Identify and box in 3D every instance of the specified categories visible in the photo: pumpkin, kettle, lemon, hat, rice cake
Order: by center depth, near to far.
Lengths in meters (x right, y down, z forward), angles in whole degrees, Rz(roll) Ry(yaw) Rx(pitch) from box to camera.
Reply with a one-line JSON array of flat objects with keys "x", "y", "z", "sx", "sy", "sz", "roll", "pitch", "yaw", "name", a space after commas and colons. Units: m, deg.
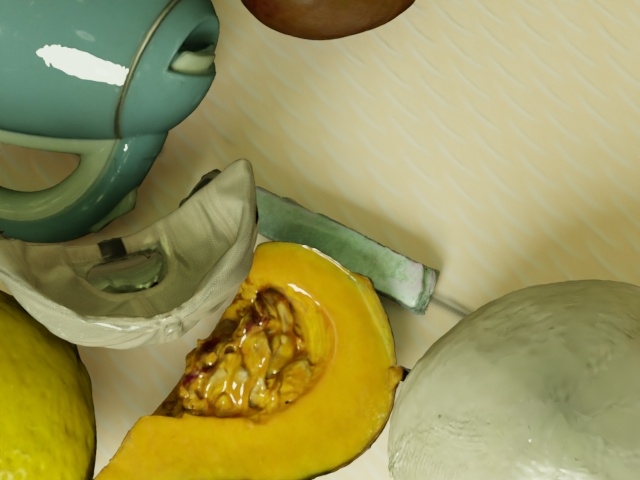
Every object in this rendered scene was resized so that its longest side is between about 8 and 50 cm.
[{"x": -0.309, "y": 0.159, "z": 1.314, "sx": 0.293, "sy": 0.293, "sz": 0.293, "roll": -3, "pitch": 71, "yaw": 10, "name": "lemon"}, {"x": -0.152, "y": 0.029, "z": 1.353, "sx": 0.219, "sy": 0.226, "sz": 0.164, "roll": -17, "pitch": 74, "yaw": -13, "name": "hat"}, {"x": -0.049, "y": 0.149, "z": 1.362, "sx": 0.163, "sy": 0.111, "sz": 0.278, "roll": 34, "pitch": 68, "yaw": 5, "name": "pumpkin"}, {"x": 0.000, "y": 0.000, "z": 1.433, "sx": 0.210, "sy": 0.034, "sz": 0.043, "roll": 26, "pitch": 86, "yaw": 18, "name": "rice cake"}, {"x": -0.256, "y": -0.168, "z": 1.460, "sx": 0.342, "sy": 0.247, "sz": 0.320, "roll": 27, "pitch": 110, "yaw": 11, "name": "kettle"}]

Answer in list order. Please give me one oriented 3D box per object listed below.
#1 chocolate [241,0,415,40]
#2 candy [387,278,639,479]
[{"x": 0.010, "y": -0.245, "z": 1.463, "sx": 0.176, "sy": 0.177, "sz": 0.177, "roll": -3, "pitch": 71, "yaw": 10, "name": "chocolate"}, {"x": 0.192, "y": 0.156, "z": 1.263, "sx": 0.295, "sy": 0.185, "sz": 0.296, "roll": -4, "pitch": 65, "yaw": 9, "name": "candy"}]
